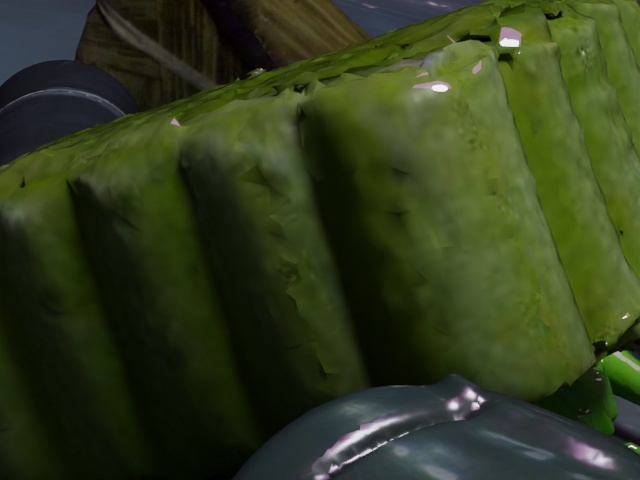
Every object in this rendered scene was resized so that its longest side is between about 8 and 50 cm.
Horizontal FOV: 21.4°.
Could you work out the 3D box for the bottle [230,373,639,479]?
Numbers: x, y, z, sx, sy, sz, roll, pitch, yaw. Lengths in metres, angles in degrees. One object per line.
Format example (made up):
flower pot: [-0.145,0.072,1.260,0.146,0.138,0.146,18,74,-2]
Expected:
bottle: [0.099,0.134,0.284,0.144,0.144,0.336,-8,26,-42]

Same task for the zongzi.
zongzi: [-0.007,-0.101,0.748,0.205,0.204,0.094,16,26,10]

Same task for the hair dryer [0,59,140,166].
hair dryer: [-0.036,-0.003,0.693,0.219,0.071,0.124,16,21,-15]

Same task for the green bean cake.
green bean cake: [0.000,0.000,0.513,0.214,0.113,0.200,-15,5,26]

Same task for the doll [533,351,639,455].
doll: [0.087,0.057,0.609,0.115,0.050,0.190,8,21,9]
